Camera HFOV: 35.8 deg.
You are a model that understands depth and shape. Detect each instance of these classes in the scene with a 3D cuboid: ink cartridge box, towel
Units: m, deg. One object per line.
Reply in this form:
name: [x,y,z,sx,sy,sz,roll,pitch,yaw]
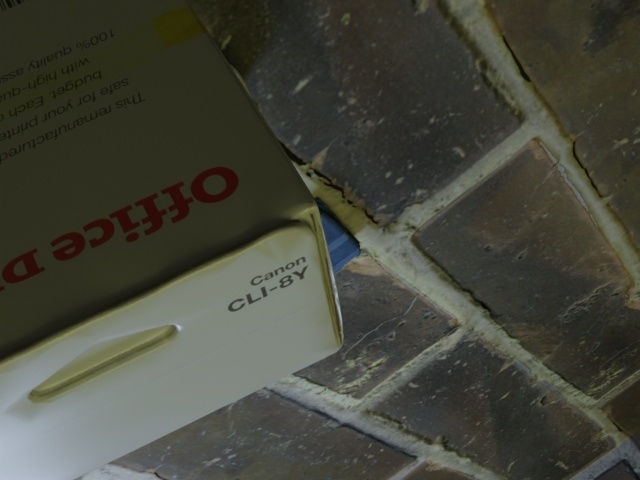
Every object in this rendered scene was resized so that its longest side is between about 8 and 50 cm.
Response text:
ink cartridge box: [-0.193,-0.047,0.656,0.279,0.385,0.160,-26,145,-8]
towel: [0.000,0.000,1.176,0.067,0.029,0.119,-36,146,6]

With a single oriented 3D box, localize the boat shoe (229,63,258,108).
boat shoe: [-0.184,-0.074,0.891,0.277,0.098,0.096,-35,146,-11]
